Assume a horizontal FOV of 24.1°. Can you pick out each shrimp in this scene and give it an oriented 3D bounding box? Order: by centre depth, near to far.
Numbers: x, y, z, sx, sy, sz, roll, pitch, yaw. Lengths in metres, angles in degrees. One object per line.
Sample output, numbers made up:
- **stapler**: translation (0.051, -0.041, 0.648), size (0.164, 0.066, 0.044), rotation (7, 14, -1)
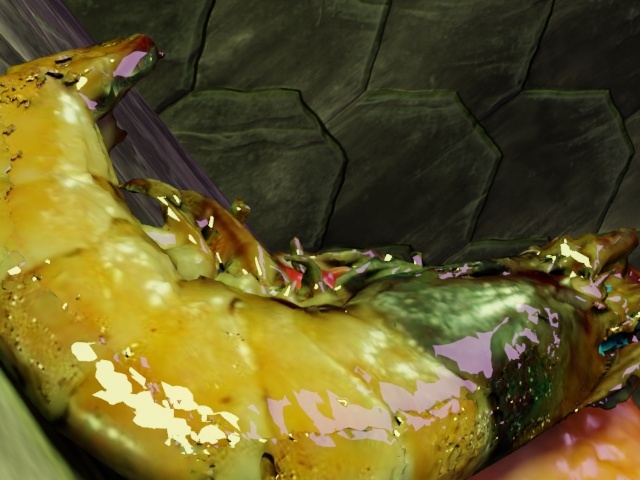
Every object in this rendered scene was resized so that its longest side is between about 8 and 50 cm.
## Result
- **shrimp**: translation (0.000, 0.000, 0.526), size (0.290, 0.054, 0.222), rotation (-6, 44, -43)

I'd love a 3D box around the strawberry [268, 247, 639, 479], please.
- **strawberry**: translation (0.030, 0.110, 0.547), size (0.190, 0.111, 0.236), rotation (22, 31, -10)
